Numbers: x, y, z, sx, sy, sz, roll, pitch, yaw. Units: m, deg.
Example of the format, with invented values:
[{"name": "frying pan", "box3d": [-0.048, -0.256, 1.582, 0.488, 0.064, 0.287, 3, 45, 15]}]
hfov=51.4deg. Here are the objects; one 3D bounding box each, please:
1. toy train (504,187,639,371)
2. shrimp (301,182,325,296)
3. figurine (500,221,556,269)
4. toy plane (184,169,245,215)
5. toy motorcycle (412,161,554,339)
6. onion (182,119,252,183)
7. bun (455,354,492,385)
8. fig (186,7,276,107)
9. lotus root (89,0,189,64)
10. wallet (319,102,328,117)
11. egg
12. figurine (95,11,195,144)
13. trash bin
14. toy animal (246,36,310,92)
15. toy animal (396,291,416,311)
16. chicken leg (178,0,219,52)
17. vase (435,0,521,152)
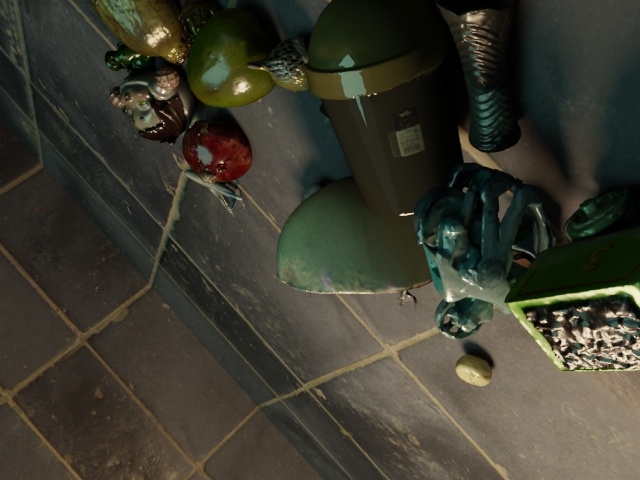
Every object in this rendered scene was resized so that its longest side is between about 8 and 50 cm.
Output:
[{"name": "toy train", "box3d": [0.409, 0.041, 0.849, 0.173, 0.249, 0.307, 50, 153, -8]}, {"name": "shrimp", "box3d": [-0.001, 0.005, 1.574, 0.145, 0.116, 0.343, 34, 143, 29]}, {"name": "figurine", "box3d": [0.337, 0.060, 1.112, 0.114, 0.144, 0.178, 36, 164, 44]}, {"name": "toy plane", "box3d": [-0.299, -0.157, 1.877, 0.226, 0.058, 0.226, 36, 155, 31]}, {"name": "toy motorcycle", "box3d": [0.245, 0.016, 0.985, 0.154, 0.206, 0.260, -128, 18, -63]}, {"name": "onion", "box3d": [-0.263, -0.208, 1.643, 0.184, 0.147, 0.184, 11, 142, 9]}, {"name": "bun", "box3d": [0.346, 0.286, 1.491, 0.086, 0.054, 0.086, 27, 155, 14]}, {"name": "fig", "box3d": [-0.177, -0.350, 1.311, 0.181, 0.191, 0.181, 47, -171, -10]}, {"name": "lotus root", "box3d": [-0.394, -0.517, 1.444, 0.309, 0.173, 0.173, 55, 153, -19]}, {"name": "wallet", "box3d": [0.111, -0.202, 1.209, 0.250, 0.044, 0.149, 45, 149, 7]}, {"name": "egg", "box3d": [0.064, -0.022, 1.272, 0.337, 0.337, 0.200, 8, 106, 53]}, {"name": "figurine", "box3d": [-0.428, -0.403, 1.636, 0.281, 0.167, 0.369, -3, 116, 46]}, {"name": "trash bin", "box3d": [0.101, -0.221, 1.003, 0.214, 0.214, 0.333, 17, 140, 47]}, {"name": "toy animal", "box3d": [-0.059, -0.331, 1.218, 0.137, 0.098, 0.098, 15, 159, -16]}, {"name": "toy animal", "box3d": [0.190, 0.130, 1.545, 0.084, 0.028, 0.050, 35, 159, 24]}, {"name": "chicken leg", "box3d": [-0.253, -0.417, 1.444, 0.251, 0.087, 0.107, 108, 140, -68]}, {"name": "vase", "box3d": [0.229, -0.238, 0.921, 0.115, 0.115, 0.237, 26, 149, 39]}]
